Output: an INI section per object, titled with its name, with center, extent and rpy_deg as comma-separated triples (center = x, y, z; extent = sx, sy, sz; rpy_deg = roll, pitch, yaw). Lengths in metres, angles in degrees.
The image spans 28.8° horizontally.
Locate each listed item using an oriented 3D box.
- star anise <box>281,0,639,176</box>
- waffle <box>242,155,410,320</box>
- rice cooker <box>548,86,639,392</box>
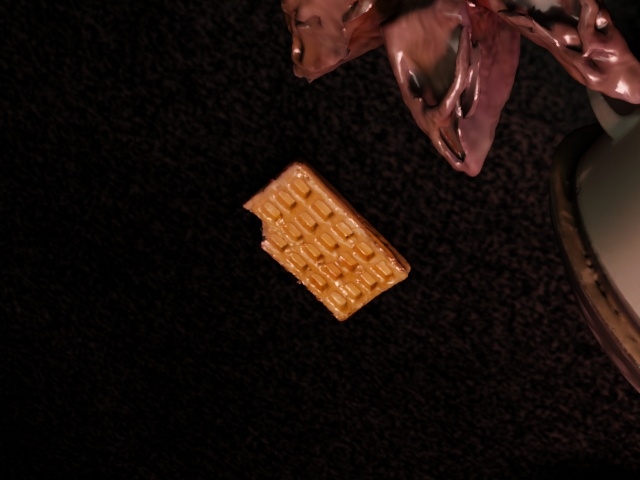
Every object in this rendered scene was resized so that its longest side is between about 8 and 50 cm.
[star anise]
center = 0.084, -0.203, 0.718
extent = 0.331, 0.117, 0.332
rpy_deg = 4, 97, 31
[waffle]
center = 0.000, 0.000, 1.020
extent = 0.135, 0.021, 0.092
rpy_deg = 44, 128, -11
[rice cooker]
center = 0.288, -0.013, 0.736
extent = 0.316, 0.264, 0.317
rpy_deg = 12, 120, 22
